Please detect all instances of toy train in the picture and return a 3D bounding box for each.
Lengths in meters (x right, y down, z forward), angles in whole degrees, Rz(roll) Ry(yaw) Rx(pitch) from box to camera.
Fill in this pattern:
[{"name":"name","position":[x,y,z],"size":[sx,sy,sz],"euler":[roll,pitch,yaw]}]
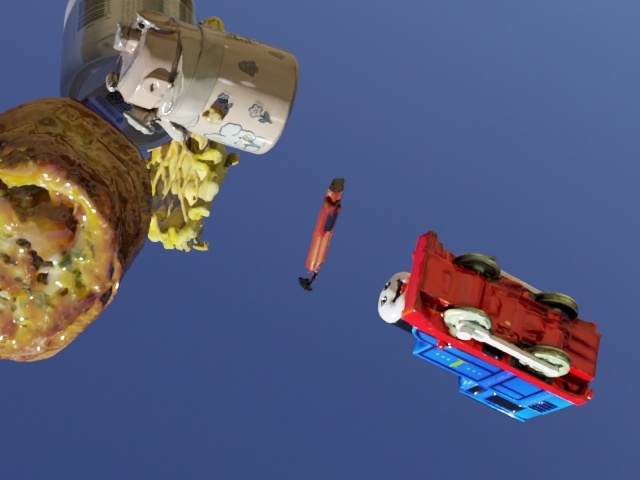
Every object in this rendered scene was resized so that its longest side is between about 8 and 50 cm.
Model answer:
[{"name":"toy train","position":[0.145,0.080,1.362],"size":[0.204,0.131,0.082],"euler":[27,-120,-23]}]

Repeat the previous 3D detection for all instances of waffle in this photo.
[{"name":"waffle","position":[-0.144,-0.120,1.692],"size":[0.060,0.262,0.280],"euler":[10,178,-19]}]

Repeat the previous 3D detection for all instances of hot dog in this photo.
[{"name":"hot dog","position":[-0.277,0.002,1.421],"size":[0.196,0.272,0.122],"euler":[42,-153,-9]}]

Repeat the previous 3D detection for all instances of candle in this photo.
[{"name":"candle","position":[-0.001,0.001,1.626],"size":[0.021,0.167,0.026],"euler":[4,-132,-13]}]

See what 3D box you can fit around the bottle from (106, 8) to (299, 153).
[{"name":"bottle","position":[-0.103,-0.130,1.261],"size":[0.152,0.099,0.099],"euler":[15,-148,-22]}]

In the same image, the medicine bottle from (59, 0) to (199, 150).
[{"name":"medicine bottle","position":[-0.186,-0.199,1.536],"size":[0.135,0.135,0.215],"euler":[18,-142,-20]}]
